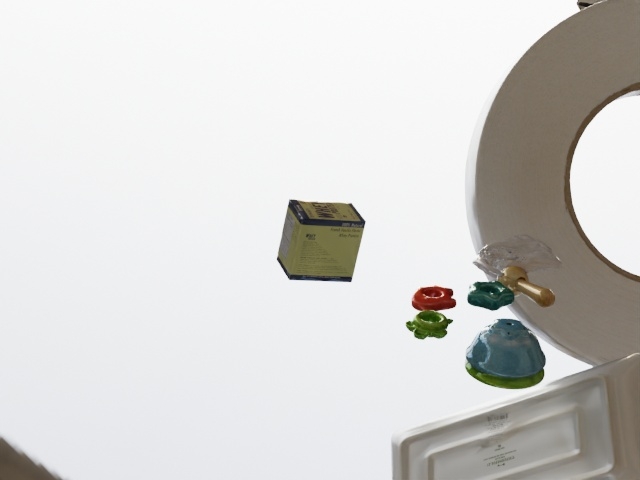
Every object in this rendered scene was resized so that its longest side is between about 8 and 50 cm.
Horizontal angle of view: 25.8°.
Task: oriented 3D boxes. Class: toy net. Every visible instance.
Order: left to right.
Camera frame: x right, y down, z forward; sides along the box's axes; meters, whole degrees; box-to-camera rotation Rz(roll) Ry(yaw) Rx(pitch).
[{"bbox_3d":[0.149,0.054,1.241,0.122,0.045,0.232,8,-156,13],"label":"toy net"}]

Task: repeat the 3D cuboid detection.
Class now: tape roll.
[{"bbox_3d":[0.340,-0.054,1.415,0.392,0.392,0.072,46,175,-1],"label":"tape roll"}]

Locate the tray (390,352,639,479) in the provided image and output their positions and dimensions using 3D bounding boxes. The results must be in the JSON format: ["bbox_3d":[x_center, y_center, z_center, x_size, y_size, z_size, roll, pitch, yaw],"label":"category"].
[{"bbox_3d":[0.167,0.195,1.239,0.030,0.270,0.145,38,-139,-39],"label":"tray"}]

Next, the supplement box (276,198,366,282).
[{"bbox_3d":[0.000,0.000,1.674,0.083,0.083,0.056,2,-154,-22],"label":"supplement box"}]

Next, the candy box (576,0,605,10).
[{"bbox_3d":[0.440,-0.246,1.659,0.071,0.233,0.159,-61,-39,-15],"label":"candy box"}]
